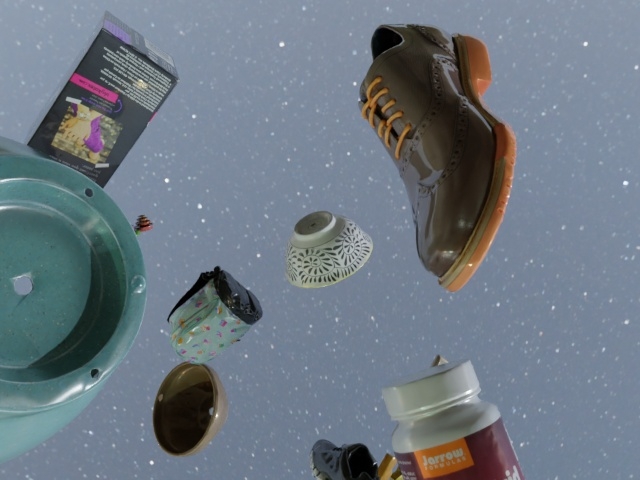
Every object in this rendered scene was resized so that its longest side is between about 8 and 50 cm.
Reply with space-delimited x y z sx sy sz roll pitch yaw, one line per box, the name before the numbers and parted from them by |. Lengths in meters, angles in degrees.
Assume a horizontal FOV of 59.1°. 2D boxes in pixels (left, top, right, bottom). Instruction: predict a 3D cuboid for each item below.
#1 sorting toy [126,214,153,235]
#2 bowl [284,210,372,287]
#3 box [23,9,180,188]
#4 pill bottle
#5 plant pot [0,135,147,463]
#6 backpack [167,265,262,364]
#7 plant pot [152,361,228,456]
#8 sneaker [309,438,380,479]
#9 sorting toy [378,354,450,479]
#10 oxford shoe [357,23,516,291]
sorting toy | -0.462 -0.038 1.398 0.061 0.042 0.102 0 -163 23
bowl | 0.000 0.000 1.006 0.170 0.080 0.170 -18 -149 11
box | -0.385 -0.233 0.985 0.270 0.143 0.165 -49 -147 14
pill bottle | 0.271 0.446 1.090 0.224 0.224 0.392 -18 -101 -7
plant pot | -0.261 0.041 0.432 0.196 0.293 0.293 -11 -139 36
backpack | -0.225 0.161 1.145 0.182 0.152 0.115 -37 -148 6
plant pot | -0.320 0.442 1.473 0.237 0.110 0.237 -16 -120 31
sneaker | 0.047 0.374 0.931 0.078 0.106 0.234 21 -177 -16
sorting toy | 0.250 0.433 1.306 0.041 0.229 0.307 24 -101 45
oxford shoe | 0.096 -0.103 0.559 0.133 0.130 0.363 16 -138 -9
